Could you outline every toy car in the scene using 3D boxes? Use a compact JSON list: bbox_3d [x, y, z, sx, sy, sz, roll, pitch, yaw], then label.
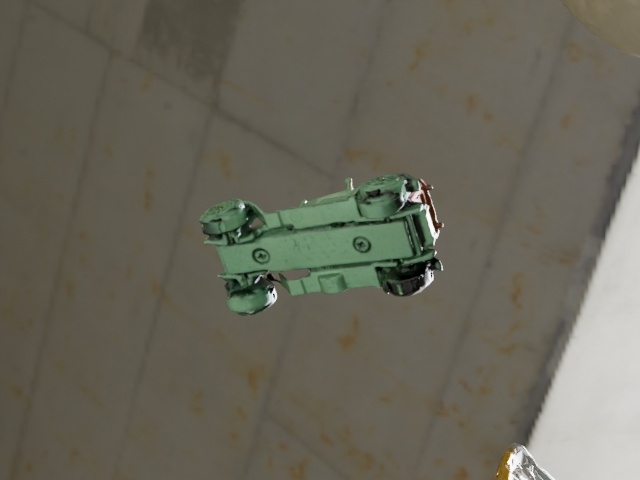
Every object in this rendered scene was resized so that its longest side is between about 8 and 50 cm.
[{"bbox_3d":[0.000,0.000,0.810,0.143,0.054,0.073,-9,-64,24],"label":"toy car"}]

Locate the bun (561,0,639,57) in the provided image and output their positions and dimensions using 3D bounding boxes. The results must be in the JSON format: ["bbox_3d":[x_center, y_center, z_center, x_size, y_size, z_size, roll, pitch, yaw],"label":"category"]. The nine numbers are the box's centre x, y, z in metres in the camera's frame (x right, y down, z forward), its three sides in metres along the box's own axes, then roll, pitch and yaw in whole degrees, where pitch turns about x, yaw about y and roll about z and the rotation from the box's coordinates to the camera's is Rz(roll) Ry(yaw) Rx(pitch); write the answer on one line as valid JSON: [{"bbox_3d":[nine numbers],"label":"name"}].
[{"bbox_3d":[0.259,-0.224,0.745,0.299,0.164,0.299,-45,-147,40],"label":"bun"}]

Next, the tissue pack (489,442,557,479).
[{"bbox_3d":[0.038,0.199,0.314,0.185,0.124,0.225,39,-73,-1],"label":"tissue pack"}]
